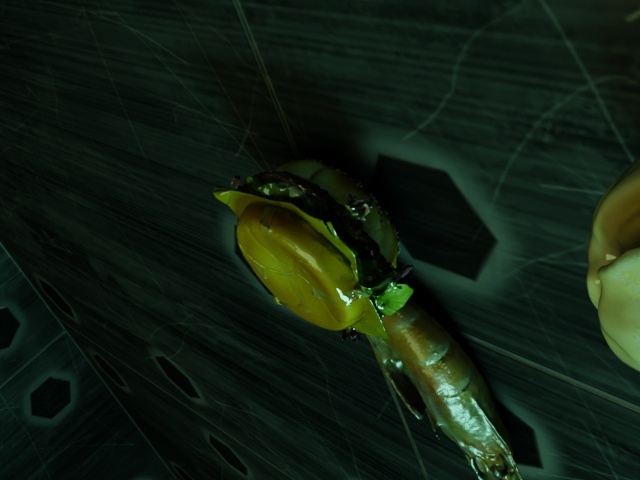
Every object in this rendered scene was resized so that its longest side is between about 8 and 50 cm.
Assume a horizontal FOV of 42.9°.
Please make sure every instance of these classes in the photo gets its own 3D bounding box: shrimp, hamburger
[{"bbox_3d":[0.110,0.142,0.774,0.248,0.068,0.150,55,166,-7],"label":"shrimp"},{"bbox_3d":[0.003,0.003,0.688,0.190,0.093,0.164,29,152,35],"label":"hamburger"}]

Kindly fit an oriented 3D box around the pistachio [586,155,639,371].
[{"bbox_3d":[0.205,-0.004,0.361,0.145,0.117,0.200,15,149,-19],"label":"pistachio"}]
